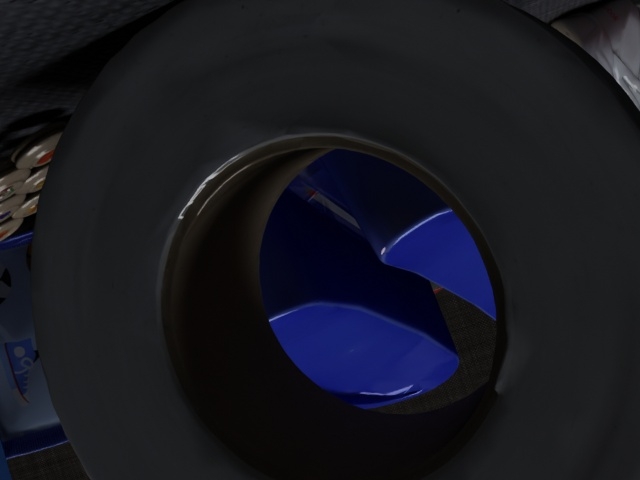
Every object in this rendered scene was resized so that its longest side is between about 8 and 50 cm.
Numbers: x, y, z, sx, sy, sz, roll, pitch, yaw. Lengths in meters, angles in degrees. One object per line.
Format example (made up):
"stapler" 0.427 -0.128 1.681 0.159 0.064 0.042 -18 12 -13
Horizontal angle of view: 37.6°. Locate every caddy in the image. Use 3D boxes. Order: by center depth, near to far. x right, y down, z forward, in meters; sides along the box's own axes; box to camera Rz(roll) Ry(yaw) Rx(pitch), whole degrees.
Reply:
"caddy" 0.037 -0.018 0.641 0.241 0.179 0.341 -32 152 18

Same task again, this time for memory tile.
"memory tile" -0.181 -0.029 0.564 0.148 0.012 0.113 -35 180 20

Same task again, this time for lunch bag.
"lunch bag" -0.145 0.048 0.978 0.386 0.239 0.328 -20 -174 -4

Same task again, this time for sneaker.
"sneaker" 0.304 -0.147 0.935 0.115 0.090 0.232 -29 144 1

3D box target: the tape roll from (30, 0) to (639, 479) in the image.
"tape roll" 0.018 0.026 0.417 0.286 0.286 0.100 -19 -179 22

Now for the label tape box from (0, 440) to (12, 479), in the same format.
"label tape box" -0.308 0.166 0.532 0.106 0.240 0.334 -15 -177 11

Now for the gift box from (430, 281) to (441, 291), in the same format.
"gift box" 0.000 0.000 1.290 0.255 0.258 0.276 -20 173 -10
